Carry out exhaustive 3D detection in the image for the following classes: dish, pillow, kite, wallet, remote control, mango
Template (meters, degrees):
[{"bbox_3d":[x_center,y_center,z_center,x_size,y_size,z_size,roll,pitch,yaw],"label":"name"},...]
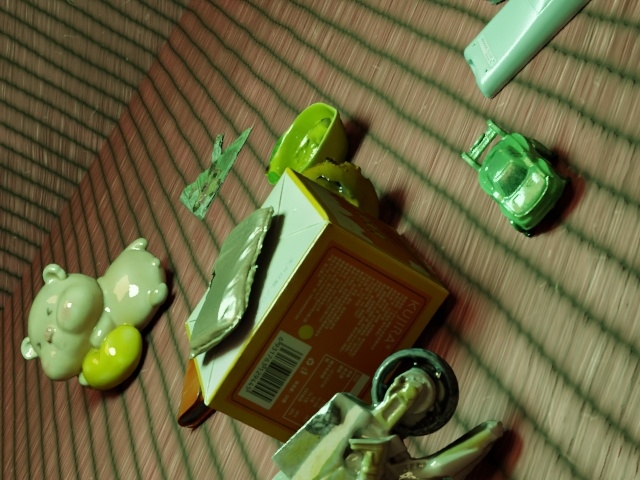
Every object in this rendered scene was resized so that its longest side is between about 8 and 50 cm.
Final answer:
[{"bbox_3d":[-0.009,-0.153,1.997,0.208,0.080,0.149,-36,37,43],"label":"dish"},{"bbox_3d":[-0.115,0.052,1.493,0.135,0.034,0.211,-38,28,50],"label":"pillow"},{"bbox_3d":[-0.248,-0.146,2.573,0.323,0.013,0.267,-38,32,42],"label":"kite"},{"bbox_3d":[-0.192,0.211,1.991,0.142,0.045,0.204,-44,27,35],"label":"wallet"},{"bbox_3d":[0.303,-0.329,1.574,0.293,0.051,0.103,-48,41,33],"label":"remote control"},{"bbox_3d":[0.000,0.000,1.721,0.156,0.151,0.248,20,89,26],"label":"mango"}]

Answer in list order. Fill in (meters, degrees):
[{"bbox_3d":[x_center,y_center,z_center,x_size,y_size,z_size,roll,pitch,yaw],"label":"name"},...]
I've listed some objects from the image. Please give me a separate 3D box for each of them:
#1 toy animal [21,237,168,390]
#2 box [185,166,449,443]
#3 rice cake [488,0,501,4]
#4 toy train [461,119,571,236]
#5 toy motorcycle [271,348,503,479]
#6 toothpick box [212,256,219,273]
[{"bbox_3d":[-0.486,0.159,2.405,0.345,0.247,0.277,-54,25,14],"label":"toy animal"},{"bbox_3d":[-0.011,0.096,1.536,0.283,0.214,0.259,-55,20,9],"label":"box"},{"bbox_3d":[0.306,-0.395,1.677,0.207,0.036,0.047,-12,65,60],"label":"rice cake"},{"bbox_3d":[0.237,-0.078,1.392,0.099,0.081,0.149,-52,24,18],"label":"toy train"},{"bbox_3d":[0.047,0.284,1.245,0.341,0.223,0.108,-43,-16,5],"label":"toy motorcycle"},{"bbox_3d":[-0.133,0.093,1.938,0.098,0.098,0.149,-50,26,23],"label":"toothpick box"}]
